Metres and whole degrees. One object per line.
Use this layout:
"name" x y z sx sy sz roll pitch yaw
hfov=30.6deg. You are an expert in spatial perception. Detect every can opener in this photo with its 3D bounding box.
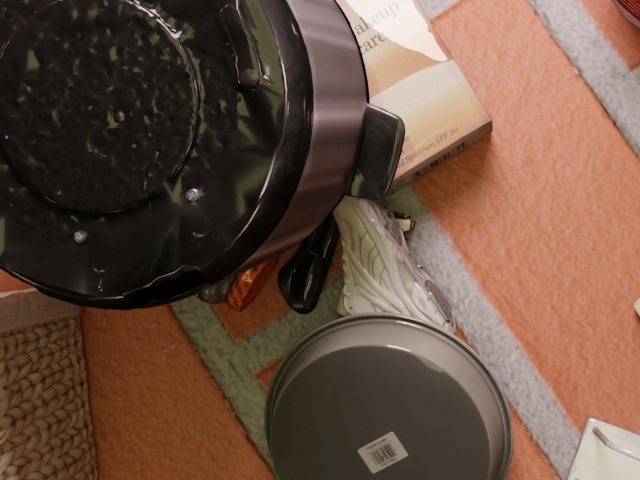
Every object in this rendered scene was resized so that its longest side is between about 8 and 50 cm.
"can opener" 0.000 0.000 1.401 0.073 0.059 0.186 3 71 48

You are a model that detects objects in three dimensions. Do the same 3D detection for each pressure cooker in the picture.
"pressure cooker" -0.147 -0.135 1.162 0.376 0.420 0.369 -31 88 15

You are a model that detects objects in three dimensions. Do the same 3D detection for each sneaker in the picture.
"sneaker" 0.054 0.038 1.352 0.115 0.090 0.232 -31 91 17

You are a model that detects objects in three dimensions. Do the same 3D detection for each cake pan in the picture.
"cake pan" 0.071 0.228 1.337 0.293 0.054 0.293 3 106 12

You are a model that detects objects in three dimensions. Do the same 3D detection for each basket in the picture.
"basket" -0.454 0.199 1.318 0.328 0.331 0.266 -7 92 7

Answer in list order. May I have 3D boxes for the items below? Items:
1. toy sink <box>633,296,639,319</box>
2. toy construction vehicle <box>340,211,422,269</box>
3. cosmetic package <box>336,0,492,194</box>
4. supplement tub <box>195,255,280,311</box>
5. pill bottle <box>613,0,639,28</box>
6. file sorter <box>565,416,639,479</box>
"toy sink" 0.467 0.137 1.286 0.153 0.234 0.131 -26 114 4
"toy construction vehicle" 0.077 0.006 1.405 0.098 0.035 0.085 8 99 10
"cosmetic package" 0.062 -0.218 1.366 0.153 0.129 0.296 -33 83 6
"supplement tub" -0.149 -0.003 1.388 0.190 0.117 0.117 32 91 7
"pill bottle" 0.402 -0.333 1.190 0.229 0.408 0.229 0 87 6
"file sorter" 0.349 0.364 1.282 0.193 0.173 0.277 20 89 7
